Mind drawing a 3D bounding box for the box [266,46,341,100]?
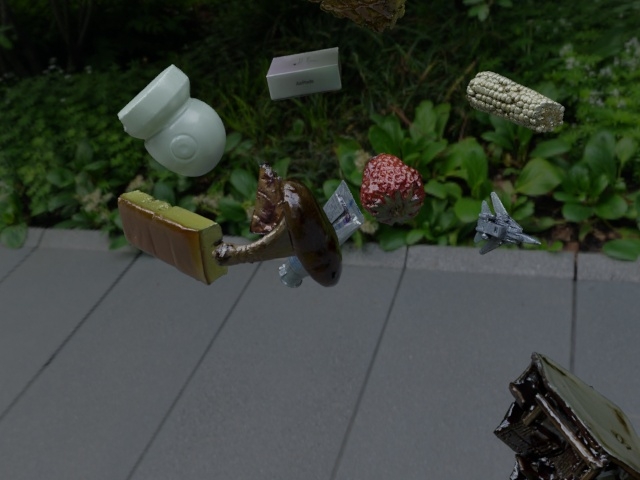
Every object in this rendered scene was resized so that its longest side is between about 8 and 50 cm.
[{"bbox_3d":[-0.027,-0.314,1.202,0.130,0.051,0.129,-9,29,7],"label":"box"}]

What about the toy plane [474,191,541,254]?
[{"bbox_3d":[0.576,-0.026,1.997,0.088,0.212,0.267,3,15,-21],"label":"toy plane"}]

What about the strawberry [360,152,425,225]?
[{"bbox_3d":[0.213,-0.181,2.010,0.205,0.205,0.244,-12,53,1],"label":"strawberry"}]

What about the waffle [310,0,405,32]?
[{"bbox_3d":[0.006,-0.444,1.034,0.302,0.325,0.068,27,91,12],"label":"waffle"}]

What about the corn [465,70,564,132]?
[{"bbox_3d":[0.399,-0.287,1.333,0.087,0.087,0.211,-32,48,-25],"label":"corn"}]

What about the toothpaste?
[{"bbox_3d":[0.000,0.000,1.449,0.073,0.299,0.114,1,53,-37],"label":"toothpaste"}]

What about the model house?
[{"bbox_3d":[0.504,0.470,1.377,0.317,0.282,0.297,35,24,7],"label":"model house"}]

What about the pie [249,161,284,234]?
[{"bbox_3d":[-0.114,-0.087,1.417,0.092,0.169,0.034,15,17,29],"label":"pie"}]

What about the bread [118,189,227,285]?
[{"bbox_3d":[-0.354,-0.017,1.498,0.077,0.138,0.361,-29,35,-36],"label":"bread"}]

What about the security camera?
[{"bbox_3d":[-0.324,-0.260,1.481,0.195,0.236,0.194,-35,26,20],"label":"security camera"}]

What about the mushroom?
[{"bbox_3d":[-0.083,0.013,1.160,0.218,0.227,0.148,-23,27,9],"label":"mushroom"}]
